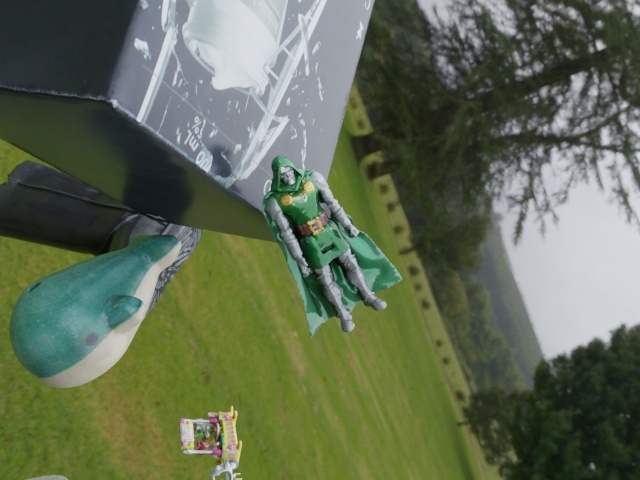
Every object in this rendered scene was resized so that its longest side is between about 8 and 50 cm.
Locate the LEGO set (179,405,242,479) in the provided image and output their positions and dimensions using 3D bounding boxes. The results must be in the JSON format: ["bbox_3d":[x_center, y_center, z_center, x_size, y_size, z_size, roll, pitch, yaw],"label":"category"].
[{"bbox_3d":[-0.222,0.381,1.386,0.287,0.107,0.132,-161,-103,-74],"label":"LEGO set"}]

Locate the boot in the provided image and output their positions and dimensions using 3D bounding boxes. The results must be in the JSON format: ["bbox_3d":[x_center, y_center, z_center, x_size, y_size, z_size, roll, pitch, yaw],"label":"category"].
[{"bbox_3d":[-0.525,-0.003,1.512,0.367,0.446,0.146,-55,161,-55],"label":"boot"}]

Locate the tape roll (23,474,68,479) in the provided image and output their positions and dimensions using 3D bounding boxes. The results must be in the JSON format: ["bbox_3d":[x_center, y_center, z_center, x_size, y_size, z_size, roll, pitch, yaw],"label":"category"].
[{"bbox_3d":[-0.480,0.445,1.026,0.286,0.286,0.100,-41,113,-77],"label":"tape roll"}]

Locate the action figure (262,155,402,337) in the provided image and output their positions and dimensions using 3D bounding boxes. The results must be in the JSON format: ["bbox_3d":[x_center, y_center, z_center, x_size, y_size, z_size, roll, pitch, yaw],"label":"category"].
[{"bbox_3d":[0.000,0.000,0.849,0.232,0.137,0.063,60,-11,-27],"label":"action figure"}]

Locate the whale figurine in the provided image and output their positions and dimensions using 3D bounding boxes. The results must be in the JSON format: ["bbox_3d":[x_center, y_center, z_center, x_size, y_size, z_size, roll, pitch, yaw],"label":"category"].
[{"bbox_3d":[-0.323,0.074,1.036,0.272,0.216,0.141,-52,122,-23],"label":"whale figurine"}]

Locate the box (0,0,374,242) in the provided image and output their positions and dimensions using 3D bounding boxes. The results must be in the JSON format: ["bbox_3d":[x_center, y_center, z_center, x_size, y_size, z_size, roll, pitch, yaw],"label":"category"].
[{"bbox_3d":[-0.163,-0.292,0.910,0.480,0.298,0.471,37,67,-64],"label":"box"}]
